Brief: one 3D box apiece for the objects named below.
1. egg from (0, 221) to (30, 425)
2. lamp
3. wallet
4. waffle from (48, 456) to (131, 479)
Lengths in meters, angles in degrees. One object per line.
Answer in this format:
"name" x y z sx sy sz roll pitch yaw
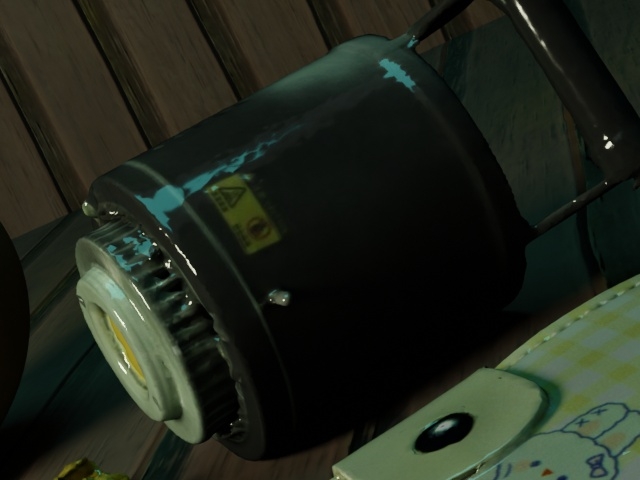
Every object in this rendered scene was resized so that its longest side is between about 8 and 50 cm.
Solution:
"egg" -0.395 0.088 1.262 0.301 0.301 0.374 -14 20 46
"lamp" -0.013 0.004 1.032 0.272 0.205 0.374 -29 -6 -39
"wallet" 0.084 0.118 0.627 0.309 0.077 0.223 -29 23 -13
"waffle" -0.211 0.210 0.942 0.291 0.051 0.291 -25 13 6
